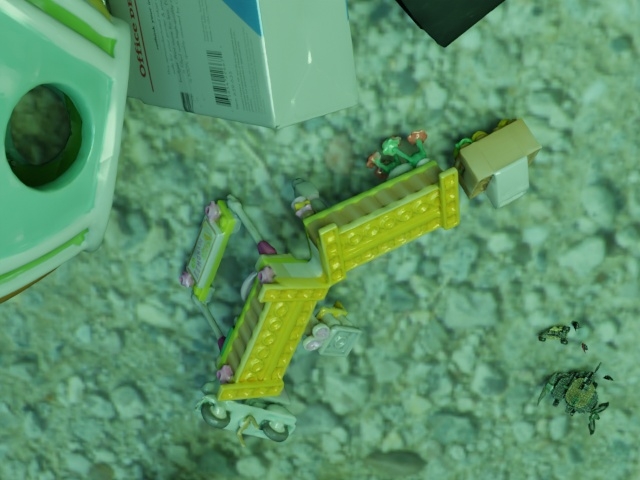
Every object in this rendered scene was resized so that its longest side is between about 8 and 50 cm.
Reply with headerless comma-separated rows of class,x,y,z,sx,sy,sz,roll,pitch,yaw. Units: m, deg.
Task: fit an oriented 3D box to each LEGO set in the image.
LEGO set,0.000,0.000,0.638,0.287,0.107,0.132,-49,137,13
LEGO set,0.180,0.096,0.694,0.054,0.023,0.083,-2,99,0

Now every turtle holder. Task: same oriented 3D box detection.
turtle holder,-0.225,-0.106,0.536,0.227,0.243,0.320,7,72,-17

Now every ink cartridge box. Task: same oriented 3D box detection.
ink cartridge box,-0.062,-0.130,0.558,0.060,0.180,0.104,-23,116,-33

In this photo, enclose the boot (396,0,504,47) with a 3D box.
boot,0.230,-0.235,0.488,0.445,0.146,0.367,-32,100,11
